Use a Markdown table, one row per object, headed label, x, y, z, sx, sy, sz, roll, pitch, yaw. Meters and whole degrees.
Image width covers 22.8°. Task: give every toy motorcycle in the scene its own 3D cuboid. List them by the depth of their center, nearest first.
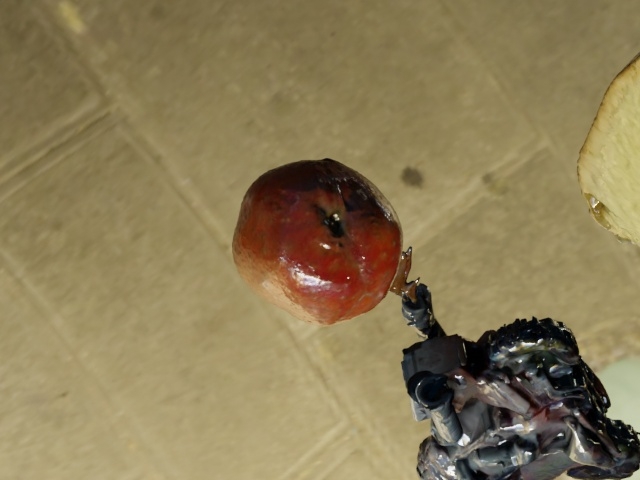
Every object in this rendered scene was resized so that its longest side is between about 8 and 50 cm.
| label | x | y | z | sx | sy | sz | roll | pitch | yaw |
| --- | --- | --- | --- | --- | --- | --- | --- | --- | --- |
| toy motorcycle | 0.148 | 0.136 | 1.441 | 0.401 | 0.207 | 0.134 | 51 | 27 | -48 |

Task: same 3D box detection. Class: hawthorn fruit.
| label | x | y | z | sx | sy | sz | roll | pitch | yaw |
| --- | --- | --- | --- | --- | --- | --- | --- | --- | --- |
| hawthorn fruit | 0.000 | 0.000 | 1.100 | 0.128 | 0.128 | 0.128 | 8 | 71 | -24 |

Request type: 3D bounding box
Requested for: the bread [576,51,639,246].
| label | x | y | z | sx | sy | sz | roll | pitch | yaw |
| --- | --- | --- | --- | --- | --- | --- | --- | --- | --- |
| bread | 0.199 | -0.052 | 0.610 | 0.140 | 0.160 | 0.169 | 43 | 89 | 11 |
